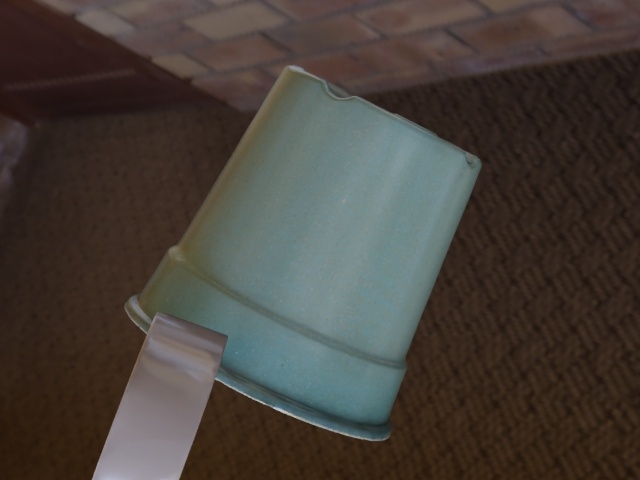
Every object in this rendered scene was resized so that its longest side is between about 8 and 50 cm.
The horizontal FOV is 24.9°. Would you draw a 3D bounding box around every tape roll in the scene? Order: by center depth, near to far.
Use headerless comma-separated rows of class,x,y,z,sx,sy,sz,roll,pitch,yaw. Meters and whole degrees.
tape roll,-0.155,0.178,1.330,0.219,0.072,0.219,-160,90,-86

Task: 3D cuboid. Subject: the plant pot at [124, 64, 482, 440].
plant pot,0.000,0.000,1.657,0.341,0.341,0.334,32,98,56
